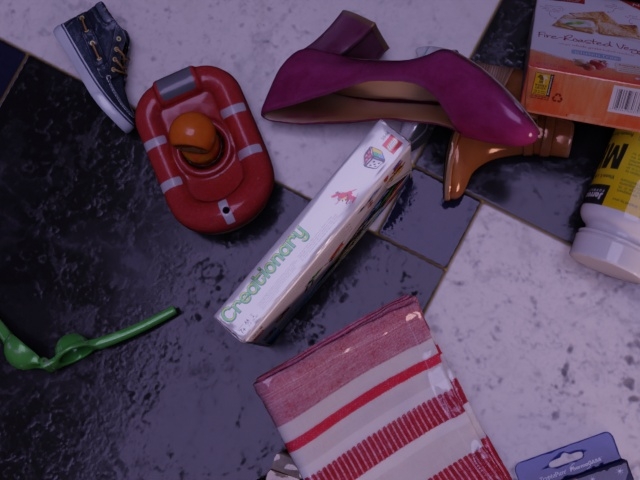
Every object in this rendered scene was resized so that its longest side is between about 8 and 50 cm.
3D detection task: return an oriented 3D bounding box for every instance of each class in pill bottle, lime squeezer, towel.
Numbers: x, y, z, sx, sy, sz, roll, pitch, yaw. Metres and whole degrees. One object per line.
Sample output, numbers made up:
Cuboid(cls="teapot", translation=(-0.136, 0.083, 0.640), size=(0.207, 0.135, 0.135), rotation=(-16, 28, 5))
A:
Cuboid(cls="pill bottle", translation=(0.397, -0.059, 1.318), size=(0.119, 0.119, 0.208), rotation=(24, 85, 8))
Cuboid(cls="lime squeezer", translation=(-0.350, 0.125, 1.410), size=(0.310, 0.059, 0.110), rotation=(6, 53, 8))
Cuboid(cls="towel", translation=(0.092, 0.257, 1.277), size=(0.237, 0.037, 0.329), rotation=(-28, 91, -23))

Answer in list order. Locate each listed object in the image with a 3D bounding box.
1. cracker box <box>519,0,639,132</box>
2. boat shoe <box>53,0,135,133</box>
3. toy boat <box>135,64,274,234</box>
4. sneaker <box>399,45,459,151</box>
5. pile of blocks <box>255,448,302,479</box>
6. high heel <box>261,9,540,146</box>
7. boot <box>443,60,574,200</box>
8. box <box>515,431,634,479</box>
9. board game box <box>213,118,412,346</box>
Cuboid(cls="cracker box", translation=(0.333, -0.229, 1.303), size=(0.156, 0.232, 0.067), rotation=(11, 127, 7))
Cuboid(cls="boat shoe", translation=(-0.285, -0.239, 1.436), size=(0.083, 0.065, 0.183), rotation=(-34, 80, 2))
Cuboid(cls="toy boat", translation=(-0.155, -0.123, 1.365), size=(0.151, 0.151, 0.231), rotation=(-24, 81, 2))
Cuboid(cls="sneaker", translation=(0.131, -0.188, 1.401), size=(0.061, 0.054, 0.152), rotation=(21, 82, 24))
Cuboid(cls="pile of blocks", translation=(-0.035, 0.333, 1.313), size=(0.362, 0.112, 0.149), rotation=(-38, 80, 0))
Cuboid(cls="high heel", translation=(0.090, -0.154, 1.305), size=(0.181, 0.127, 0.377), rotation=(-49, 44, -6))
Cuboid(cls="boot", translation=(0.246, -0.128, 1.368), size=(0.152, 0.073, 0.197), rotation=(18, 87, 4))
Cuboid(cls="box", translation=(0.342, 0.365, 1.310), size=(0.136, 0.036, 0.225), rotation=(-21, 80, 3))
Cuboid(cls="board game box", translation=(0.000, 0.000, 1.313), size=(0.053, 0.193, 0.305), rotation=(40, 87, 9))
